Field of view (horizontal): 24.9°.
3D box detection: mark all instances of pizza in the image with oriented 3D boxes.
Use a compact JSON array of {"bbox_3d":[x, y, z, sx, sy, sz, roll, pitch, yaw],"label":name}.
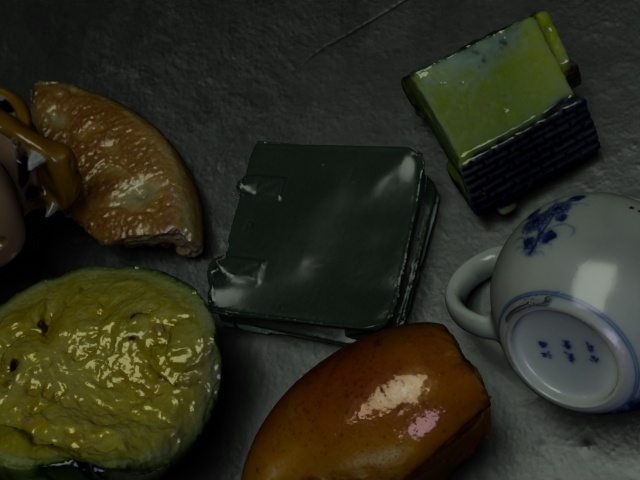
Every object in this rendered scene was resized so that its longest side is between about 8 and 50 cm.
[{"bbox_3d":[-0.286,-0.090,1.941,0.365,0.074,0.182,37,82,24],"label":"pizza"}]

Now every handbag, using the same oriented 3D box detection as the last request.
[{"bbox_3d":[0.000,-0.001,1.823,0.260,0.079,0.247,7,71,21],"label":"handbag"}]

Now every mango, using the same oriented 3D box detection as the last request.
[{"bbox_3d":[0.041,0.228,1.655,0.350,0.201,0.199,-37,94,17],"label":"mango"}]

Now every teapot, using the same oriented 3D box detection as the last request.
[{"bbox_3d":[0.328,0.052,1.634,0.424,0.252,0.280,-1,33,39],"label":"teapot"}]

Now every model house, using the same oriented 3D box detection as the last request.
[{"bbox_3d":[0.233,-0.154,1.802,0.194,0.170,0.211,-28,93,-3],"label":"model house"}]

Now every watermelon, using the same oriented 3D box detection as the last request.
[{"bbox_3d":[-0.276,0.198,1.761,0.331,0.189,0.330,-7,35,5],"label":"watermelon"}]

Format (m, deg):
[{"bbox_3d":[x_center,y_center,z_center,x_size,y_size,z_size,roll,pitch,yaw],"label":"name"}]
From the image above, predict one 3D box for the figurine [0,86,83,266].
[{"bbox_3d":[-0.538,-0.060,1.826,0.387,0.268,0.401,-41,91,-23],"label":"figurine"}]
